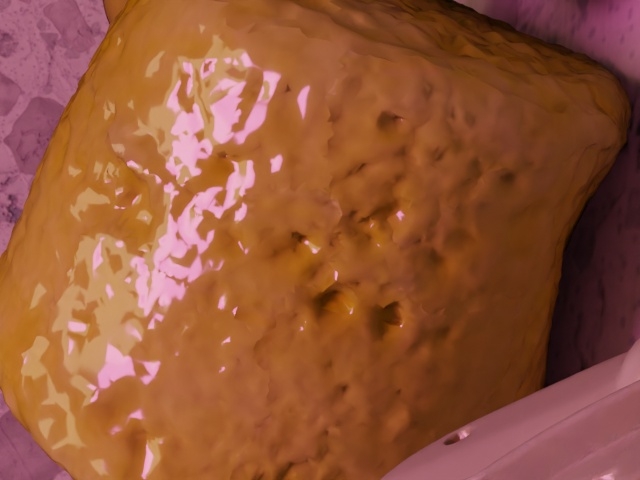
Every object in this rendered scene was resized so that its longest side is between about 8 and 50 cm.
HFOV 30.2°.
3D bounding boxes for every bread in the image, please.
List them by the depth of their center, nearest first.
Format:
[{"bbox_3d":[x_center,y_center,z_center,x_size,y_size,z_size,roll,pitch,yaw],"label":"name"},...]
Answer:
[{"bbox_3d":[0.000,0.000,0.682,0.348,0.348,0.308,-116,45,-60],"label":"bread"}]

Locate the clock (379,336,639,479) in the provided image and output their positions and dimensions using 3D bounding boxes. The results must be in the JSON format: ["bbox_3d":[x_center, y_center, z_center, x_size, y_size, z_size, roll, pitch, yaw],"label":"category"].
[{"bbox_3d":[0.105,0.105,0.274,0.109,0.265,0.324,62,-159,-4],"label":"clock"}]

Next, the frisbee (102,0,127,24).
[{"bbox_3d":[-0.030,-0.187,0.768,0.017,0.236,0.236,58,144,28],"label":"frisbee"}]
